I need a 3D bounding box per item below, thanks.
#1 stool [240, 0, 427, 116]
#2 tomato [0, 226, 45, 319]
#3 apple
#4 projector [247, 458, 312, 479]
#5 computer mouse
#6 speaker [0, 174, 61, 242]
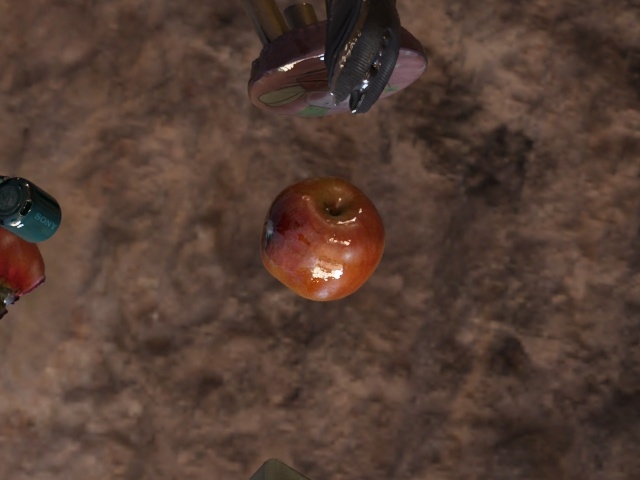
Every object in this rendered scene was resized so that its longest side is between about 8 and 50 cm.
[{"bbox_3d":[0.012,-0.309,1.954,0.272,0.272,0.179,-31,-113,56],"label":"stool"},{"bbox_3d":[-0.621,0.030,2.111,0.289,0.335,0.176,-1,-69,26],"label":"tomato"},{"bbox_3d":[0.000,0.000,1.903,0.199,0.199,0.199,-29,-123,56],"label":"apple"},{"bbox_3d":[-0.070,0.479,1.993,0.177,0.163,0.242,-50,-163,17],"label":"projector"},{"bbox_3d":[0.041,-0.178,1.170,0.047,0.079,0.135,-1,-110,41],"label":"computer mouse"},{"bbox_3d":[-0.340,-0.045,1.475,0.060,0.075,0.094,-43,-119,2],"label":"speaker"}]
